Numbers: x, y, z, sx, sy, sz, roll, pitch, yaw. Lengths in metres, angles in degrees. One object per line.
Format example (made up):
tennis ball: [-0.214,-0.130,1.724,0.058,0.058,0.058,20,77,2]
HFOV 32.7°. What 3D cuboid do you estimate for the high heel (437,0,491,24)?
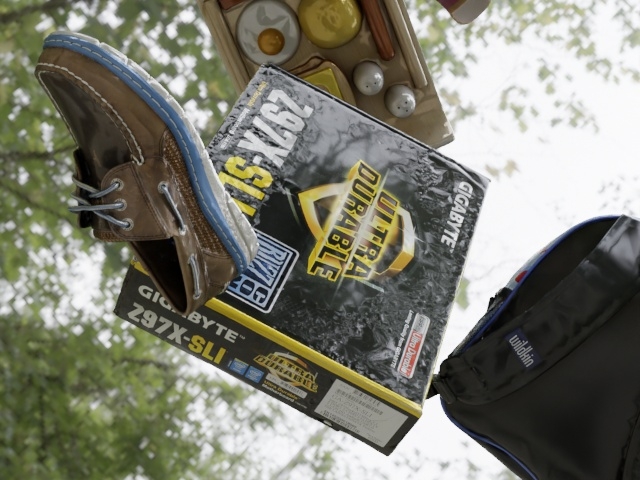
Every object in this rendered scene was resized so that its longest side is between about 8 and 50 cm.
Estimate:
high heel: [0.071,-0.258,0.858,0.117,0.082,0.244,54,15,19]

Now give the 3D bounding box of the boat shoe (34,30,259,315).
boat shoe: [-0.096,-0.028,0.580,0.066,0.066,0.183,9,-35,43]

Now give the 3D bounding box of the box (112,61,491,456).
box: [0.000,0.000,0.969,0.257,0.322,0.079,27,-48,-1]

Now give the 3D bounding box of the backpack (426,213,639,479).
backpack: [0.272,0.114,1.034,0.276,0.263,0.213,37,7,4]

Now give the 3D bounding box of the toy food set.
toy food set: [-0.001,-0.210,1.210,0.092,0.219,0.306,-98,166,-68]
